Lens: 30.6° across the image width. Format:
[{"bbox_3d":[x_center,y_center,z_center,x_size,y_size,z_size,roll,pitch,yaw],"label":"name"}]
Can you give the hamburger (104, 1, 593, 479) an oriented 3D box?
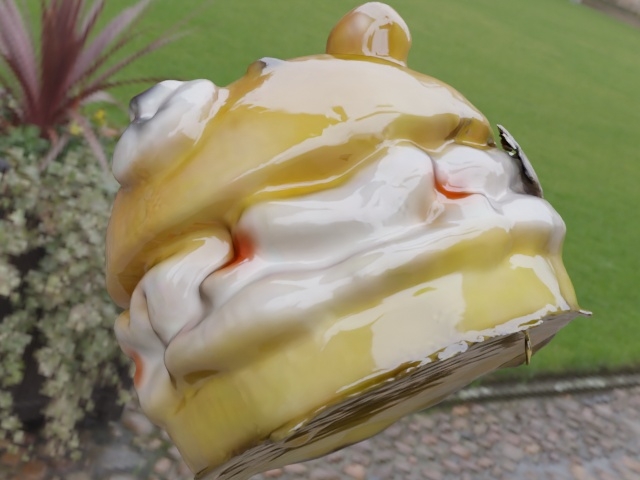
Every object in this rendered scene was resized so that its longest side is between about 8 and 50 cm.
[{"bbox_3d":[0.000,0.000,0.688,0.276,0.276,0.236,-4,67,-53],"label":"hamburger"}]
